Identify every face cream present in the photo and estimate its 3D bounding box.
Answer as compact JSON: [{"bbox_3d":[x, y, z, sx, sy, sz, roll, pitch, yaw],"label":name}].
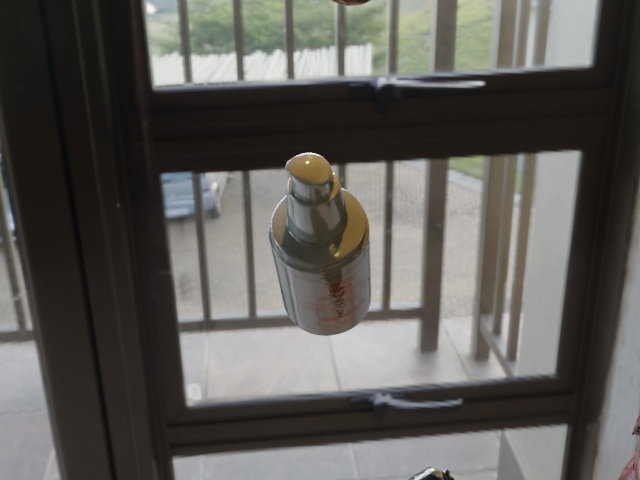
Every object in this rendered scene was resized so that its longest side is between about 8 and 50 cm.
[{"bbox_3d":[0.000,0.000,0.816,0.101,0.252,0.101,-2,59,3],"label":"face cream"}]

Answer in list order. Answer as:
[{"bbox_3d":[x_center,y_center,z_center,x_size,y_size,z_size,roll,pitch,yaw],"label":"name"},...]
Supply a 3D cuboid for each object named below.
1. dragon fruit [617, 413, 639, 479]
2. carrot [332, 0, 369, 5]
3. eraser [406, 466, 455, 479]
[{"bbox_3d":[0.435,0.270,0.760,0.329,0.329,0.329,-1,24,0],"label":"dragon fruit"},{"bbox_3d":[-0.024,-0.209,0.428,0.043,0.043,0.248,-12,59,-22],"label":"carrot"},{"bbox_3d":[0.057,0.372,0.873,0.332,0.102,0.155,-19,49,-38],"label":"eraser"}]
